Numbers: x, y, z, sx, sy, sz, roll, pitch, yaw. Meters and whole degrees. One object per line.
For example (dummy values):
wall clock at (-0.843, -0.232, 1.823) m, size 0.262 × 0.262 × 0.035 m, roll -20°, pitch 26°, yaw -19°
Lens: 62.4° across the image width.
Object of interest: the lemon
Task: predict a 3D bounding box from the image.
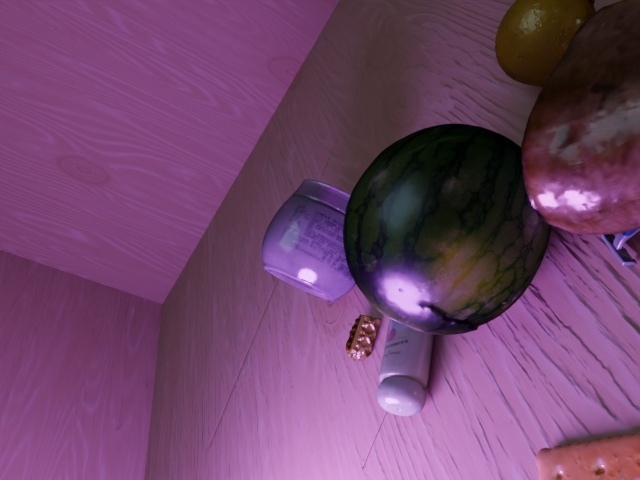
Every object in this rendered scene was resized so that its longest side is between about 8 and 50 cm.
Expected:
lemon at (0.422, -0.385, 1.004) m, size 0.206 × 0.173 × 0.174 m, roll 140°, pitch 146°, yaw -64°

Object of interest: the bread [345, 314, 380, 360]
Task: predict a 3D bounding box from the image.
bread at (0.097, 0.229, 1.238) m, size 0.066 × 0.060 × 0.111 m, roll 14°, pitch 81°, yaw 35°

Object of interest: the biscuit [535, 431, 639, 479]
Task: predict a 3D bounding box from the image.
biscuit at (0.376, 0.315, 0.640) m, size 0.249 × 0.030 × 0.160 m, roll -37°, pitch 38°, yaw 46°

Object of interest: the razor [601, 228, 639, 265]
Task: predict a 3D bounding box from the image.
razor at (0.484, -0.049, 0.740) m, size 0.191 × 0.037 × 0.068 m, roll -50°, pitch 28°, yaw 30°

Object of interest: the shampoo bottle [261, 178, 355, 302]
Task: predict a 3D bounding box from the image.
shampoo bottle at (0.000, 0.000, 1.375) m, size 0.267 × 0.273 × 0.273 m, roll -62°, pitch 24°, yaw -11°

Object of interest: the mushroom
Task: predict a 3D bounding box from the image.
mushroom at (0.465, -0.164, 0.609) m, size 0.314 × 0.224 × 0.397 m, roll -48°, pitch 22°, yaw -20°

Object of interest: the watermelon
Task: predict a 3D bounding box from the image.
watermelon at (0.210, -0.025, 0.903) m, size 0.363 × 0.363 × 0.363 m, roll -44°, pitch 32°, yaw 38°

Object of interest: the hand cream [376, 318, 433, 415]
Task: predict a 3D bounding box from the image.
hand cream at (0.184, 0.199, 1.077) m, size 0.147 × 0.093 × 0.306 m, roll -34°, pitch 31°, yaw 47°
